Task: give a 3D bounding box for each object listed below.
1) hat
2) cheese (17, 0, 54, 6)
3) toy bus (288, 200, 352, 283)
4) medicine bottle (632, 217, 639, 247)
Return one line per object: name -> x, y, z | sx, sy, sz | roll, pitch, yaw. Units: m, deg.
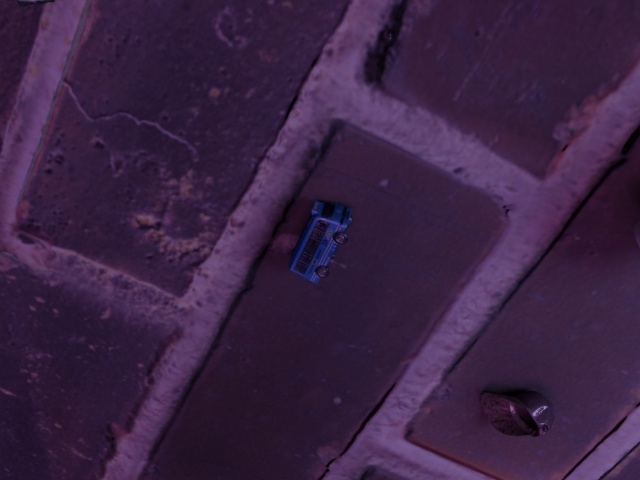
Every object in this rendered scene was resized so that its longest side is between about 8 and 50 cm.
hat -> 0.225, 0.188, 1.025 | 0.087, 0.042, 0.058 | 9, 125, 45
cheese -> -0.299, -0.280, 0.749 | 0.320, 0.083, 0.204 | -16, 120, 18
toy bus -> 0.000, 0.000, 0.925 | 0.046, 0.038, 0.083 | 24, 124, -4
medicine bottle -> 0.400, -0.040, 0.771 | 0.247, 0.147, 0.147 | -36, 113, 28
